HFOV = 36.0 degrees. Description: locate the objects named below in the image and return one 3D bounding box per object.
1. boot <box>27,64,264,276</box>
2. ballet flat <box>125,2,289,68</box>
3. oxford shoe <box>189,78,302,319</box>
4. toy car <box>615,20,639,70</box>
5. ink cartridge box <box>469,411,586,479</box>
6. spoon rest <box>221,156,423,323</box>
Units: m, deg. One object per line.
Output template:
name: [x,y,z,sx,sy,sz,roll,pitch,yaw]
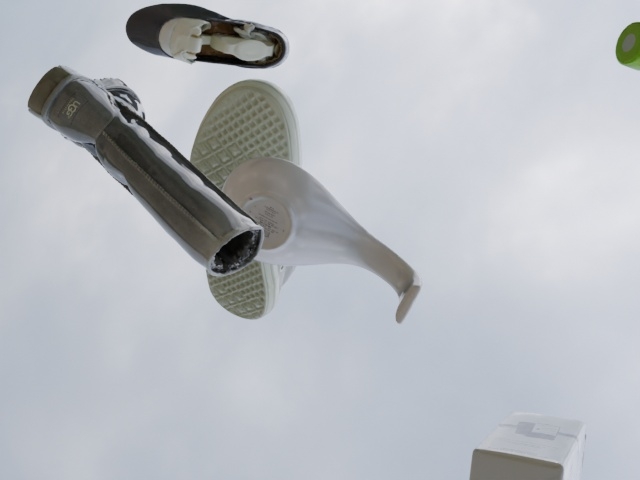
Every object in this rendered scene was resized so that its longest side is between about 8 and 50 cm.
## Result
boot: [-0.131,-0.057,0.835,0.209,0.190,0.076,34,-80,8]
ballet flat: [-0.133,-0.245,1.199,0.074,0.203,0.074,-174,-90,-74]
oxford shoe: [-0.096,-0.066,1.465,0.169,0.449,0.130,23,-131,16]
toy car: [0.443,-0.254,1.068,0.188,0.155,0.149,-71,-157,10]
ink cartridge box: [0.205,0.265,0.981,0.087,0.208,0.153,7,-87,21]
spoon rest: [0.000,0.000,1.196,0.276,0.084,0.137,31,-66,9]
